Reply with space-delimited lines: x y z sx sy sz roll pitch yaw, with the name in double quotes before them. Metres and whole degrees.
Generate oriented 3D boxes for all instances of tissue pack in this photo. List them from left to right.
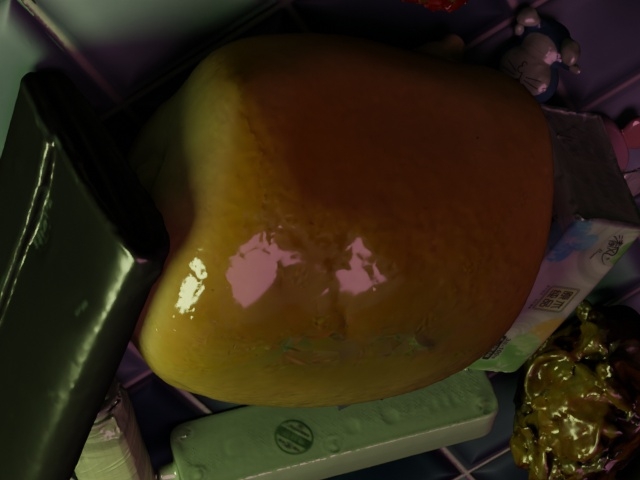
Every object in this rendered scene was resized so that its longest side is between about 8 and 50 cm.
"tissue pack" 0.217 0.004 1.566 0.145 0.159 0.229 11 134 -28

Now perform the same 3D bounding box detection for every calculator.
"calculator" 0.256 -0.080 1.631 0.166 0.024 0.103 -27 140 6

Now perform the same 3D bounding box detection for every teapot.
"teapot" -0.239 0.210 1.667 0.107 0.077 0.200 -3 140 5

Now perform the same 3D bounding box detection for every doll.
"doll" 0.201 -0.164 1.480 0.083 0.076 0.050 -57 165 24

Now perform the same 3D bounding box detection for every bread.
"bread" 0.000 0.000 1.415 0.376 0.253 0.348 9 134 -32

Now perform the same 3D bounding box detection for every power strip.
"power strip" 0.006 0.213 1.774 0.385 0.091 0.062 -13 145 -13

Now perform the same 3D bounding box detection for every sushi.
"sushi" 0.306 0.184 1.813 0.213 0.200 0.204 -42 134 22

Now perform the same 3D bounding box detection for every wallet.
"wallet" -0.251 0.075 1.388 0.062 0.228 0.406 -7 138 -38

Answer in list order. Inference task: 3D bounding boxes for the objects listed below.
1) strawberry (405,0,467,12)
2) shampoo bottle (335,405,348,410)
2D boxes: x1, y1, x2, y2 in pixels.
"strawberry" 0.101 -0.252 1.314 0.145 0.086 0.145 -15 142 -12
"shampoo bottle" 0.104 0.116 1.737 0.214 0.072 0.072 -28 140 4
